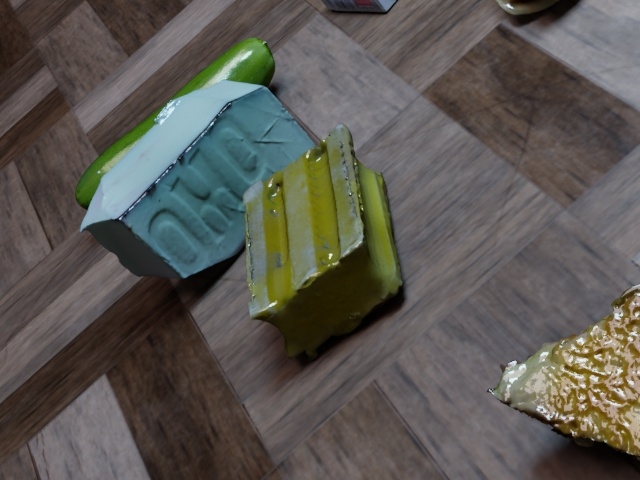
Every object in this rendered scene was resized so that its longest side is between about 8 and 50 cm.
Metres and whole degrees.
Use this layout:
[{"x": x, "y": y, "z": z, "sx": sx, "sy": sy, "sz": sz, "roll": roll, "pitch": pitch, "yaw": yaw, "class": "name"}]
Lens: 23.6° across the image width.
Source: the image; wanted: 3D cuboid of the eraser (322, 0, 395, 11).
[{"x": 0.051, "y": -0.299, "z": 1.827, "sx": 0.052, "sy": 0.029, "sz": 0.122, "roll": -51, "pitch": 32, "yaw": -16, "class": "eraser"}]

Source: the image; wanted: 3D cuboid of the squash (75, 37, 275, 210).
[{"x": -0.165, "y": -0.127, "z": 1.806, "sx": 0.292, "sy": 0.082, "sz": 0.082, "roll": -39, "pitch": 30, "yaw": 2, "class": "squash"}]

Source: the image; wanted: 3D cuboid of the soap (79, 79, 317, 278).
[{"x": -0.128, "y": -0.058, "z": 1.609, "sx": 0.230, "sy": 0.145, "sz": 0.091, "roll": -53, "pitch": 32, "yaw": -17, "class": "soap"}]

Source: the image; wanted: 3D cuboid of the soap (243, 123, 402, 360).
[{"x": -0.001, "y": -0.001, "z": 1.460, "sx": 0.135, "sy": 0.076, "sz": 0.233, "roll": -34, "pitch": 30, "yaw": 15, "class": "soap"}]

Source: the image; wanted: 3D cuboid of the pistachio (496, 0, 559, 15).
[{"x": 0.231, "y": -0.341, "z": 1.573, "sx": 0.157, "sy": 0.157, "sz": 0.229, "roll": -3, "pitch": 60, "yaw": 47, "class": "pistachio"}]

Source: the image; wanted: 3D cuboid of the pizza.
[{"x": 0.242, "y": 0.091, "z": 1.074, "sx": 0.226, "sy": 0.069, "sz": 0.147, "roll": -40, "pitch": 52, "yaw": 13, "class": "pizza"}]
